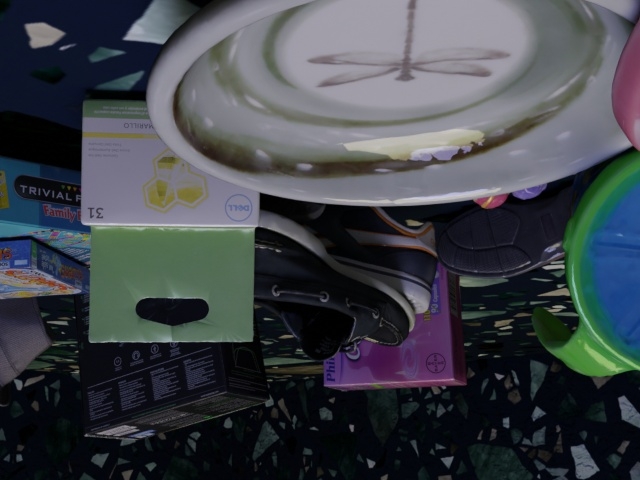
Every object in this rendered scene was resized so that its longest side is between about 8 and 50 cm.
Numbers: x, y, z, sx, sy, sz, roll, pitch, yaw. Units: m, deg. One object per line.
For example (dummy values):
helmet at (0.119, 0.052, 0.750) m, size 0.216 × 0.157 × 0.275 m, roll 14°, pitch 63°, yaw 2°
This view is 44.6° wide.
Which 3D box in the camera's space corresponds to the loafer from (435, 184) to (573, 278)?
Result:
loafer at (0.303, -0.009, 1.062) m, size 0.302 × 0.109 × 0.095 m, roll -18°, pitch 161°, yaw 39°

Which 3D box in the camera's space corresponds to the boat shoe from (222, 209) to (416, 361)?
boat shoe at (0.000, 0.083, 0.925) m, size 0.127 × 0.113 × 0.340 m, roll -2°, pitch 154°, yaw 33°

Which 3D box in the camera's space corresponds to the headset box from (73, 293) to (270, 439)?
headset box at (-0.232, 0.130, 1.179) m, size 0.246 × 0.283 × 0.131 m, roll -21°, pitch 157°, yaw 18°

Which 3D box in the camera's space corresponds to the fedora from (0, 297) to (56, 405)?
fedora at (-0.544, 0.146, 1.367) m, size 0.124 × 0.243 × 0.275 m, roll -23°, pitch -157°, yaw -19°

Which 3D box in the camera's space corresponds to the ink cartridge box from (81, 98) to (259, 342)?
ink cartridge box at (-0.145, -0.015, 0.766) m, size 0.171 × 0.235 × 0.056 m, roll 1°, pitch 178°, yaw -7°

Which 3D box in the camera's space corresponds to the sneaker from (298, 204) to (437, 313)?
sneaker at (0.000, 0.000, 1.055) m, size 0.321 × 0.127 × 0.126 m, roll 14°, pitch 160°, yaw 5°

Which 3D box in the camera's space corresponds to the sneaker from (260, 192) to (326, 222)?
sneaker at (-0.109, -0.054, 0.911) m, size 0.227 × 0.087 × 0.130 m, roll 3°, pitch 166°, yaw -4°

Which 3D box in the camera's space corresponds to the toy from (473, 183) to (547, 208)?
toy at (0.196, -0.071, 0.917) m, size 0.237 × 0.056 × 0.137 m, roll -3°, pitch 165°, yaw 6°

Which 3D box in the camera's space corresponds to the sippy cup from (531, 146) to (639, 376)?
sippy cup at (0.345, -0.016, 0.762) m, size 0.305 × 0.240 × 0.224 m, roll -14°, pitch -164°, yaw 13°

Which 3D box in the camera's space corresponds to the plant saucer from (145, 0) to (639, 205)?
plant saucer at (0.068, -0.133, 0.612) m, size 0.400 × 0.100 × 0.400 m, roll -1°, pitch 165°, yaw 0°

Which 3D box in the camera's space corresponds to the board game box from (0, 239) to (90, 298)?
board game box at (-0.388, 0.040, 0.978) m, size 0.136 × 0.035 × 0.201 m, roll -4°, pitch 168°, yaw 3°

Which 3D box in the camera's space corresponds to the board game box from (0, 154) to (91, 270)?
board game box at (-0.364, -0.021, 0.981) m, size 0.254 × 0.079 × 0.336 m, roll -15°, pitch 164°, yaw 41°

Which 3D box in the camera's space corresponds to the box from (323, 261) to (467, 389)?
box at (0.135, 0.162, 1.445) m, size 0.243 × 0.213 × 0.117 m, roll -6°, pitch 164°, yaw 21°

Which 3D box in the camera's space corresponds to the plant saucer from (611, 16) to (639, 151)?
plant saucer at (0.344, -0.134, 0.457) m, size 0.332 × 0.084 × 0.332 m, roll -18°, pitch 155°, yaw -9°
